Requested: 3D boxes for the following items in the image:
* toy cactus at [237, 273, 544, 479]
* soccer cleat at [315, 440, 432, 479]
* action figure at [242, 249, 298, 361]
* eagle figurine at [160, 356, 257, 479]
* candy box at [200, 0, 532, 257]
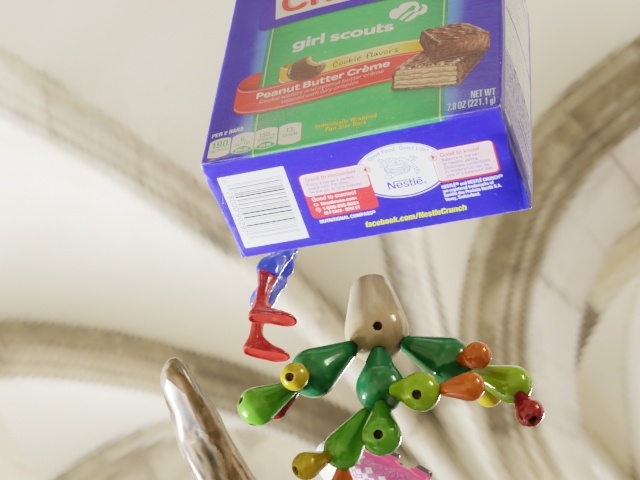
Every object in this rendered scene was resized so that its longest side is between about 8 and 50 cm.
[{"bbox_3d":[0.051,0.101,1.261,0.219,0.180,0.112,-13,-52,7],"label":"toy cactus"},{"bbox_3d":[0.123,0.357,1.960,0.143,0.331,0.116,-60,0,-17],"label":"soccer cleat"},{"bbox_3d":[0.000,0.000,1.749,0.139,0.280,0.091,9,-42,-5],"label":"action figure"},{"bbox_3d":[-0.103,0.225,0.538,0.298,0.226,0.225,-32,-28,-9],"label":"eagle figurine"},{"bbox_3d":[0.051,-0.145,1.529,0.268,0.317,0.122,-10,-53,13],"label":"candy box"}]
